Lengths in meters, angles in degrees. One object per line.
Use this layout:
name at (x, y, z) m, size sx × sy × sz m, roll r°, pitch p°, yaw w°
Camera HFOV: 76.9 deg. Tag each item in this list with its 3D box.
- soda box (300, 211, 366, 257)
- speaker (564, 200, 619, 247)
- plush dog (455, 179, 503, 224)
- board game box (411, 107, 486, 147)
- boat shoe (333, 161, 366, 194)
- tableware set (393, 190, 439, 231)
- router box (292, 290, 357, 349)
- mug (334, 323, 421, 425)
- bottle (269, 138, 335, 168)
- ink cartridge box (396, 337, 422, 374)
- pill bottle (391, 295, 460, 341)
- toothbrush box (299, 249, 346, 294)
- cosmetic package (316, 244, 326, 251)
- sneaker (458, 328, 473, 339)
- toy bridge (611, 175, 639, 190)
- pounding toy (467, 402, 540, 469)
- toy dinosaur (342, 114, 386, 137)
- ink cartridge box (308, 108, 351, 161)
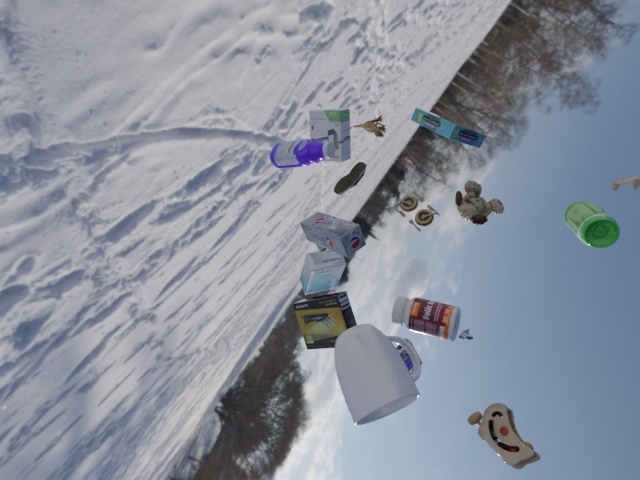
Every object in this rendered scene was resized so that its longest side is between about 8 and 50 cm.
soda box at (0.043, -0.029, 1.547) m, size 0.098 × 0.091 × 0.286 m, roll -34°, pitch -151°, yaw -23°
speaker at (1.015, -0.067, 1.519) m, size 0.131 × 0.131 × 0.296 m, roll -57°, pitch 174°, yaw 25°
plush dog at (0.844, -0.181, 2.242) m, size 0.225 × 0.262 × 0.211 m, roll -19°, pitch 149°, yaw -44°
board game box at (0.707, -0.630, 2.244) m, size 0.336 × 0.253 × 0.079 m, roll 50°, pitch -53°, yaw 48°
boat shoe at (0.163, -0.312, 2.109) m, size 0.223 × 0.080 × 0.073 m, roll -47°, pitch 149°, yaw -8°
tableware set at (0.442, -0.145, 1.862) m, size 0.128 × 0.194 × 0.039 m, roll -40°, pitch 147°, yaw 1°
router box at (0.026, 0.388, 1.929) m, size 0.308 × 0.243 × 0.081 m, roll -19°, pitch 179°, yaw 43°
mug at (0.241, 0.512, 1.633) m, size 0.373 × 0.328 × 0.276 m, roll -7°, pitch 144°, yaw -26°
bottle at (-0.074, -0.360, 1.657) m, size 0.092 × 0.282 × 0.118 m, roll 55°, pitch 50°, yaw -42°
ink cartridge box at (0.416, 0.638, 2.072) m, size 0.206 × 0.208 × 0.045 m, roll -41°, pitch -147°, yaw -14°
pill bottle at (0.670, 0.487, 2.567) m, size 0.224 × 0.391 × 0.224 m, roll -28°, pitch 123°, yaw -56°
toothbrush box at (0.008, 0.186, 2.416) m, size 0.216 × 0.126 × 0.296 m, roll -10°, pitch 148°, yaw -18°
cosmetic package at (0.000, 0.000, 2.253) m, size 0.041 × 0.115 × 0.060 m, roll -5°, pitch 149°, yaw -41°
sneaker at (0.853, 0.539, 2.332) m, size 0.069 × 0.038 × 0.098 m, roll -43°, pitch -164°, yaw -28°
toy bridge at (1.341, -0.246, 1.708) m, size 0.063 × 0.188 × 0.026 m, roll 82°, pitch 7°, yaw -51°
pounding toy at (0.700, 0.722, 1.518) m, size 0.154 × 0.154 × 0.269 m, roll -50°, pitch -145°, yaw 1°
toy dinosaur at (0.180, -0.429, 1.507) m, size 0.112 × 0.064 × 0.211 m, roll -17°, pitch -154°, yaw -22°
ink cartridge box at (0.054, -0.573, 2.200) m, size 0.114 × 0.198 × 0.273 m, roll -34°, pitch 126°, yaw -53°
